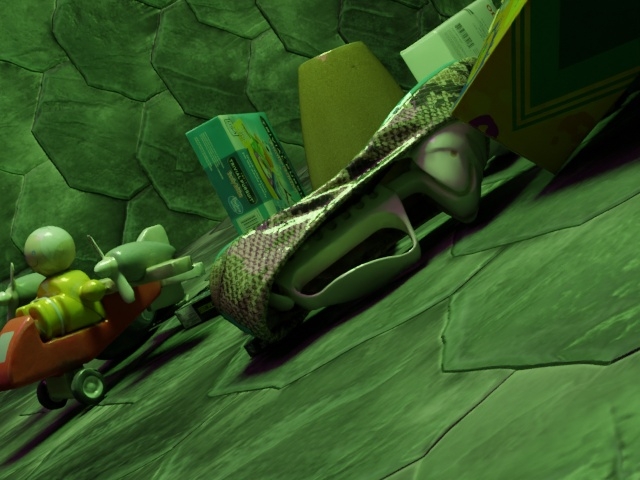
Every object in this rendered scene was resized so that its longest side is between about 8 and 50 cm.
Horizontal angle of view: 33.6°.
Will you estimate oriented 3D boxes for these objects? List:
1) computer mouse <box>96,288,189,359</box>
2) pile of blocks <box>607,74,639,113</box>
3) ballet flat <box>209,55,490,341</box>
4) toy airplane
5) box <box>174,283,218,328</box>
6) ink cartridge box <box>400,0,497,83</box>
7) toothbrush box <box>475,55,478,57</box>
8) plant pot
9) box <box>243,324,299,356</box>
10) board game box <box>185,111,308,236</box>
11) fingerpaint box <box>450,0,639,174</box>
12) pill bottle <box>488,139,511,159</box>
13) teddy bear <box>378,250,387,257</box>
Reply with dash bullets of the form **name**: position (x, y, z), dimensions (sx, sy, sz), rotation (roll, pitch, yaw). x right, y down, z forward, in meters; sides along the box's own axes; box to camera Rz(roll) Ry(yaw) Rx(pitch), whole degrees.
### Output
- **computer mouse**: position (-0.377, 0.180, 2.099), dimensions (0.188, 0.072, 0.272), rotation (-32, -5, 20)
- **pile of blocks**: position (0.429, -0.284, 1.555), dimensions (0.149, 0.113, 0.362), rotation (-28, 10, 34)
- **ballet flat**: position (0.084, -0.038, 1.323), dimensions (0.483, 0.164, 0.182), rotation (-39, 43, -11)
- **toy airplane**: position (-0.395, 0.078, 1.840), dimensions (0.386, 0.272, 0.384), rotation (-32, 17, 3)
- **box**: position (-0.146, 0.073, 1.900), dimensions (0.190, 0.045, 0.184), rotation (-28, 7, 39)
- **ink cartridge box**: position (0.330, -0.405, 2.375), dimensions (0.114, 0.198, 0.273), rotation (-27, 9, 43)
- **toothbrush box**: position (0.207, -0.220, 2.000), dimensions (0.295, 0.126, 0.216), rotation (-23, 13, 46)
- **plant pot**: position (0.064, -0.193, 1.771), dimensions (0.237, 0.254, 0.237), rotation (-21, 2, 1)
- **box**: position (-0.057, 0.114, 1.374), dimensions (0.067, 0.018, 0.083), rotation (-29, 9, 24)
- **board game box**: position (-0.125, -0.125, 2.103), dimensions (0.079, 0.254, 0.336), rotation (-27, 2, 14)
- **fingerpaint box**: position (0.361, -0.359, 1.287), dimensions (0.371, 0.163, 0.445), rotation (-58, 3, 47)
- **pill bottle**: position (0.273, -0.203, 1.602), dimensions (0.229, 0.131, 0.131), rotation (-38, 9, -34)
- **teddy bear**: position (0.009, -0.006, 1.527), dimensions (0.338, 0.113, 0.245), rotation (-33, 10, 2)
